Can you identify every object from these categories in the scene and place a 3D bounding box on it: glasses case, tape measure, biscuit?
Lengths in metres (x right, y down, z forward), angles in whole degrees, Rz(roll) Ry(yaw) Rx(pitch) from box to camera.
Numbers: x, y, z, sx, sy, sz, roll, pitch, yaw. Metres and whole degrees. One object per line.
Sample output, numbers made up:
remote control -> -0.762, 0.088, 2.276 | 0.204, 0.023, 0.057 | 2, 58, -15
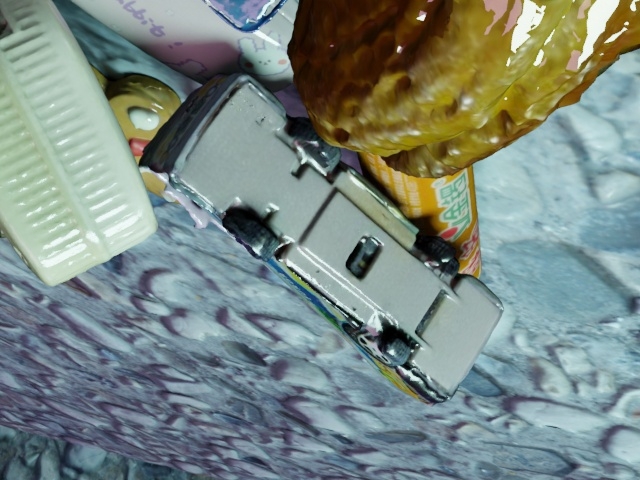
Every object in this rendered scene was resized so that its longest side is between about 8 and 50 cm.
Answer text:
glasses case -> -0.132, -0.197, 0.698 | 0.297, 0.075, 0.113 | 33, 153, -30
tape measure -> -0.239, -0.094, 0.787 | 0.231, 0.133, 0.271 | 64, 170, -16
biscuit -> -0.225, -0.116, 0.980 | 0.339, 0.047, 0.216 | 36, 152, -32

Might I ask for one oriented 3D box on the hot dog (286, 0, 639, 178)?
hot dog -> 0.109, -0.155, 0.424 | 0.174, 0.267, 0.387 | 54, 156, 12

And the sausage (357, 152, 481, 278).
sausage -> 0.082, -0.050, 0.833 | 0.093, 0.093, 0.312 | 12, 155, 17

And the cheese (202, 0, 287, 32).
cheese -> -0.118, -0.226, 0.563 | 0.270, 0.069, 0.177 | 38, 114, -16

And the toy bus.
toy bus -> 0.000, 0.000, 0.791 | 0.317, 0.112, 0.138 | 43, 166, -29
